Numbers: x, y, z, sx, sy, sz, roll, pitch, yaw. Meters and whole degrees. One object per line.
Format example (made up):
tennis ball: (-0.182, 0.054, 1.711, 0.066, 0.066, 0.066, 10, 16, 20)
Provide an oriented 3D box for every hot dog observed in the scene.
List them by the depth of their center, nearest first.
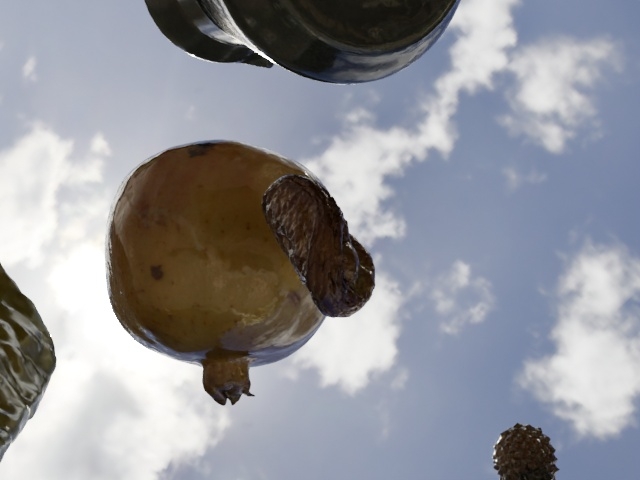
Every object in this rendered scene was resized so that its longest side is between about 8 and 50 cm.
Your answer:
hot dog: (-0.001, 0.002, 0.953, 0.065, 0.099, 0.147, -33, -140, 2)

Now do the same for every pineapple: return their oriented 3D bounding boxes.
pineapple: (0.176, 0.196, 0.891, 0.058, 0.058, 0.124, -46, -166, 9)

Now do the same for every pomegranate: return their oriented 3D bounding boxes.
pomegranate: (-0.122, 0.039, 1.419, 0.342, 0.342, 0.342, -24, -132, 30)

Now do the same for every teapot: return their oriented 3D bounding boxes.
teapot: (-0.045, -0.294, 1.061, 0.253, 0.300, 0.344, -35, -160, -20)

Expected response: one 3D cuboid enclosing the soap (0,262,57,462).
soap: (-0.320, -0.017, 0.475, 0.306, 0.427, 0.115, -119, -130, -77)
